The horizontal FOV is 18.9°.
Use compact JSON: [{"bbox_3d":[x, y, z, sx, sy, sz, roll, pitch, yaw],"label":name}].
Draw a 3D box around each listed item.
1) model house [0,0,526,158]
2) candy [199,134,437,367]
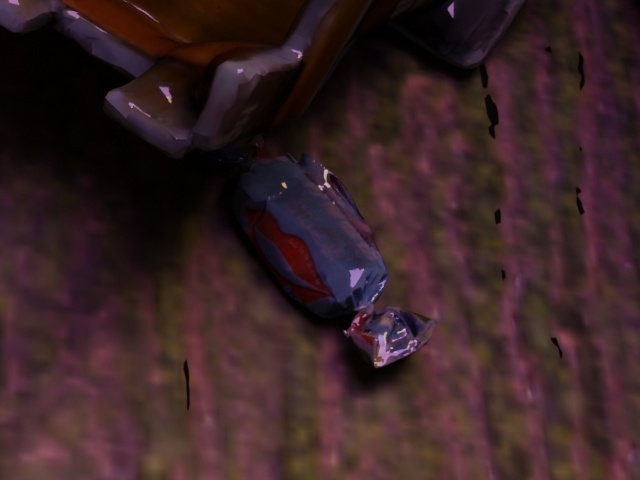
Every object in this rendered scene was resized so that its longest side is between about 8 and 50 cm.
[{"bbox_3d":[-0.024,-0.157,0.496,0.224,0.198,0.215,33,22,8],"label":"model house"},{"bbox_3d":[0.001,0.000,0.504,0.030,0.020,0.083,-18,58,-33],"label":"candy"}]
